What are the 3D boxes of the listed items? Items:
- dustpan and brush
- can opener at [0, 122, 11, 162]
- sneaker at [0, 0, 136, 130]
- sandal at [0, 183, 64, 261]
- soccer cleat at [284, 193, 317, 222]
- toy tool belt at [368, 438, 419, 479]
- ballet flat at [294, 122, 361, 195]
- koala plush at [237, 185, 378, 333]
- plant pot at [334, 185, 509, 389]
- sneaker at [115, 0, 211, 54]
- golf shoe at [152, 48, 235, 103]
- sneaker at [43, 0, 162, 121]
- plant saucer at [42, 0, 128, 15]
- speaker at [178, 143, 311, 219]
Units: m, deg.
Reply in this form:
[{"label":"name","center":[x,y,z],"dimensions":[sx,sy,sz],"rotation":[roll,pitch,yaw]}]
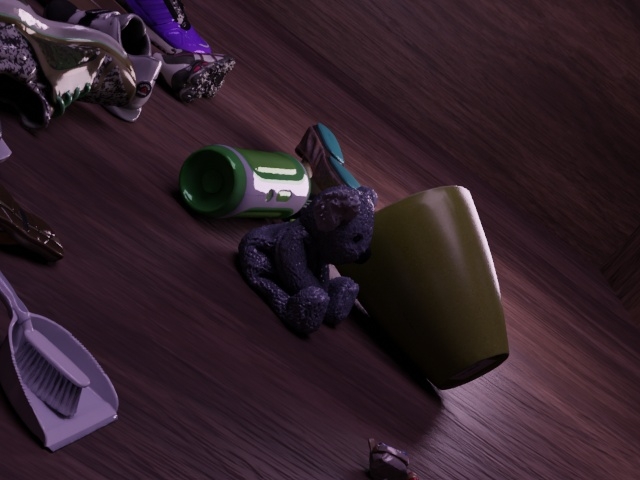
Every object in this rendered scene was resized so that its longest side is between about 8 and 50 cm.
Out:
[{"label":"dustpan and brush","center":[-0.293,0.103,1.159],"dimensions":[0.211,0.060,0.147],"rotation":[43,16,10]},{"label":"can opener","center":[-0.488,-0.208,1.492],"dimensions":[0.280,0.093,0.074],"rotation":[49,30,20]},{"label":"sneaker","center":[-0.427,-0.236,1.722],"dimensions":[0.410,0.158,0.182],"rotation":[16,59,-58]},{"label":"sandal","center":[-0.376,-0.022,1.346],"dimensions":[0.180,0.049,0.072],"rotation":[45,14,-43]},{"label":"soccer cleat","center":[-0.035,-0.054,2.172],"dimensions":[0.072,0.060,0.179],"rotation":[23,20,-11]},{"label":"toy tool belt","center":[0.098,0.298,1.540],"dimensions":[0.083,0.052,0.051],"rotation":[31,27,-31]},{"label":"ballet flat","center":[0.011,-0.135,2.398],"dimensions":[0.107,0.106,0.316],"rotation":[40,15,-27]},{"label":"koala plush","center":[0.000,0.000,1.804],"dimensions":[0.203,0.221,0.196],"rotation":[44,17,12]},{"label":"plant pot","center":[0.201,0.102,1.994],"dimensions":[0.275,0.275,0.293],"rotation":[12,49,-59]},{"label":"sneaker","center":[-0.344,-0.515,2.538],"dimensions":[0.293,0.146,0.102],"rotation":[32,18,-25]},{"label":"golf shoe","center":[-0.264,-0.367,2.413],"dimensions":[0.120,0.105,0.273],"rotation":[34,15,5]},{"label":"sneaker","center":[-0.381,-0.365,2.066],"dimensions":[0.122,0.146,0.330],"rotation":[15,28,-54]},{"label":"plant saucer","center":[-0.490,-0.485,2.323],"dimensions":[0.278,0.041,0.278],"rotation":[36,16,-12]},{"label":"speaker","center":[-0.124,-0.097,1.962],"dimensions":[0.131,0.131,0.296],"rotation":[45,17,16]}]
